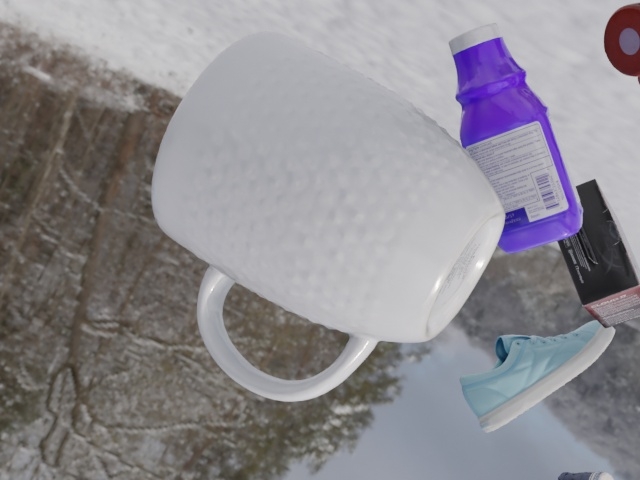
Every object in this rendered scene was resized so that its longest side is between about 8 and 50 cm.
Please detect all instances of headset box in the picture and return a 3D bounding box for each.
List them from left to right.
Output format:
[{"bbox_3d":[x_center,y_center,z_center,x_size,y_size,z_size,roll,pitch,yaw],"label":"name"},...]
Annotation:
[{"bbox_3d":[0.525,0.028,1.682,0.293,0.110,0.218,28,-138,-61],"label":"headset box"}]

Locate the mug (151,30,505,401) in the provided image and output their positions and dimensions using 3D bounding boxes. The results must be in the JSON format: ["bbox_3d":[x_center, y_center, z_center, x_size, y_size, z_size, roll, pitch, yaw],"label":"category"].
[{"bbox_3d":[0.000,0.000,1.006,0.328,0.374,0.276,31,-176,21],"label":"mug"}]

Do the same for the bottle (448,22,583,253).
[{"bbox_3d":[0.238,-0.130,1.133,0.092,0.118,0.283,-24,-85,-66],"label":"bottle"}]

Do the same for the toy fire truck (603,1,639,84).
[{"bbox_3d":[0.538,-0.284,1.167,0.169,0.302,0.254,-16,-131,-26],"label":"toy fire truck"}]

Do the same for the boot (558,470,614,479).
[{"bbox_3d":[0.459,0.468,1.475,0.069,0.190,0.086,-19,-177,-39],"label":"boot"}]

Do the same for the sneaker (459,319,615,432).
[{"bbox_3d":[0.447,0.239,1.849,0.150,0.365,0.135,56,159,8],"label":"sneaker"}]
